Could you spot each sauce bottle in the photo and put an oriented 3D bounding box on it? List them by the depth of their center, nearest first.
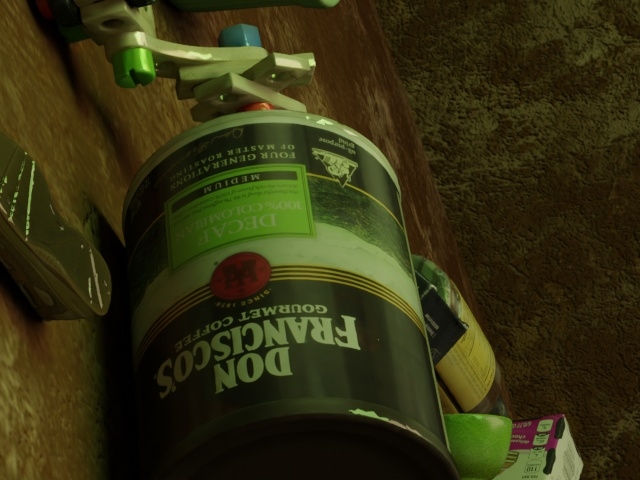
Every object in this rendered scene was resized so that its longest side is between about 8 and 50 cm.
[{"bbox_3d":[0.121,0.128,2.031,0.344,0.111,0.111,58,16,-60],"label":"sauce bottle"}]

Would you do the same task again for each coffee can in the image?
[{"bbox_3d":[-0.027,0.077,1.318,0.275,0.202,0.201,-99,167,-45],"label":"coffee can"}]

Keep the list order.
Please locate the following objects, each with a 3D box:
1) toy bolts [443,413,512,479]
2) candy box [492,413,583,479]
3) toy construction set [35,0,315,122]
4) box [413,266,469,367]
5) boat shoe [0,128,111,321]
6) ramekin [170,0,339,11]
[{"bbox_3d":[0.035,0.237,1.607,0.228,0.218,0.158,139,-48,-65],"label":"toy bolts"},{"bbox_3d":[0.148,0.271,1.897,0.071,0.159,0.233,66,28,-28],"label":"candy box"},{"bbox_3d":[-0.132,-0.215,1.485,0.327,0.151,0.215,64,6,21],"label":"toy construction set"},{"bbox_3d":[0.028,0.086,1.680,0.093,0.158,0.156,41,-2,22],"label":"box"},{"bbox_3d":[-0.175,-0.007,1.138,0.153,0.048,0.056,54,32,-43],"label":"boat shoe"},{"bbox_3d":[-0.082,-0.354,1.837,0.303,0.148,0.303,-8,90,-78],"label":"ramekin"}]
